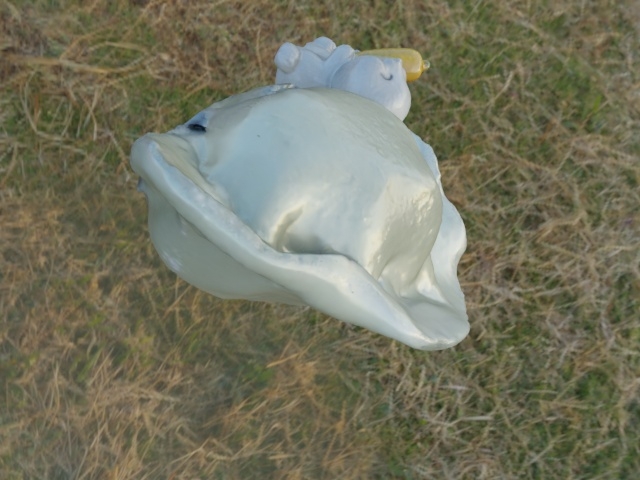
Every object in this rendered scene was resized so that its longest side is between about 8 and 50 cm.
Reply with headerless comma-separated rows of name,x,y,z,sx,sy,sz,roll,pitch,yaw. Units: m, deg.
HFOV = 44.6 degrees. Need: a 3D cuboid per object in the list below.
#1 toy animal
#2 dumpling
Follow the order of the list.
toy animal,0.050,-0.131,0.779,0.182,0.127,0.131,30,24,19
dumpling,0.000,0.000,0.579,0.243,0.187,0.318,51,31,11
